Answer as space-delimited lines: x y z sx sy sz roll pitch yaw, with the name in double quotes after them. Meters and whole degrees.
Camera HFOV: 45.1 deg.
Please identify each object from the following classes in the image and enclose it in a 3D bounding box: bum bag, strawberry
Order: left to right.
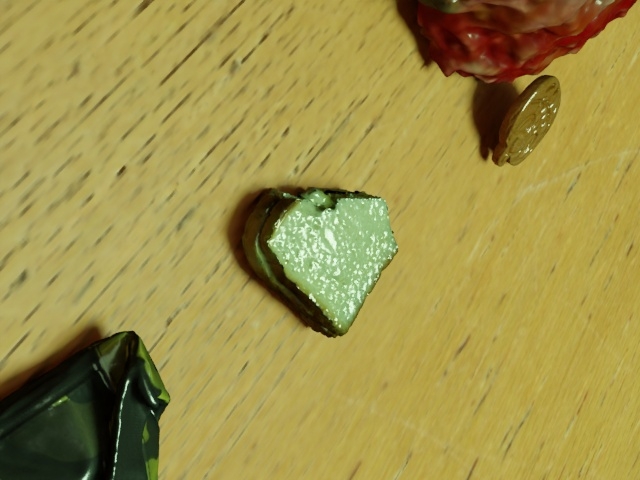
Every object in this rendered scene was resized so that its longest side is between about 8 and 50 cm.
-0.158 0.131 0.336 0.232 0.060 0.107 -30 109 -40 "bum bag"
0.187 -0.248 0.546 0.336 0.149 0.265 -11 103 -44 "strawberry"

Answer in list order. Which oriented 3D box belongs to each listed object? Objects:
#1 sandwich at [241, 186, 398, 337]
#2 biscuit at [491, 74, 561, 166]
0.000 0.000 0.485 0.105 0.035 0.093 43 69 -39 "sandwich"
0.167 -0.091 0.621 0.078 0.015 0.091 -51 155 0 "biscuit"
